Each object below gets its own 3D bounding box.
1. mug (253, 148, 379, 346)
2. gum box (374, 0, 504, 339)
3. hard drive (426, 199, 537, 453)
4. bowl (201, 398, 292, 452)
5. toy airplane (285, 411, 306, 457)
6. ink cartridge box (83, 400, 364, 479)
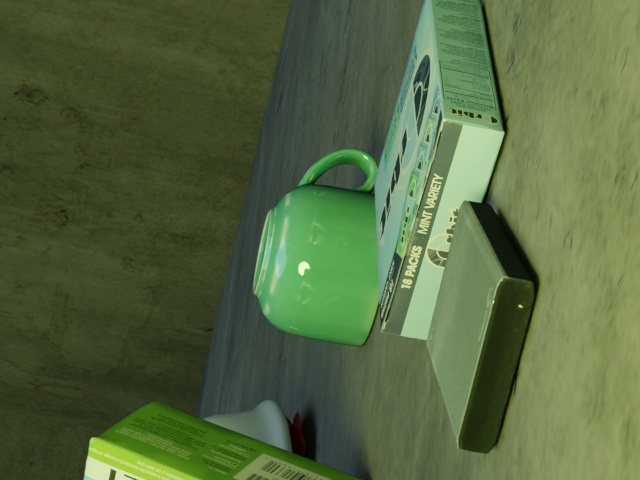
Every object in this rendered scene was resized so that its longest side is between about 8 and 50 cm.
[{"bbox_3d":[-0.002,0.009,1.277,0.157,0.097,0.129,-88,10,-52],"label":"mug"},{"bbox_3d":[0.073,-0.053,0.976,0.184,0.041,0.157,-88,11,-57],"label":"gum box"},{"bbox_3d":[0.084,0.042,0.804,0.135,0.022,0.094,-100,22,-72],"label":"hard drive"},{"bbox_3d":[-0.119,0.303,1.506,0.298,0.134,0.297,-176,90,-77],"label":"bowl"},{"bbox_3d":[-0.041,0.239,1.557,0.151,0.028,0.151,-173,90,-78],"label":"toy airplane"},{"bbox_3d":[-0.088,0.275,1.116,0.097,0.189,0.255,-27,-48,-64],"label":"ink cartridge box"}]
